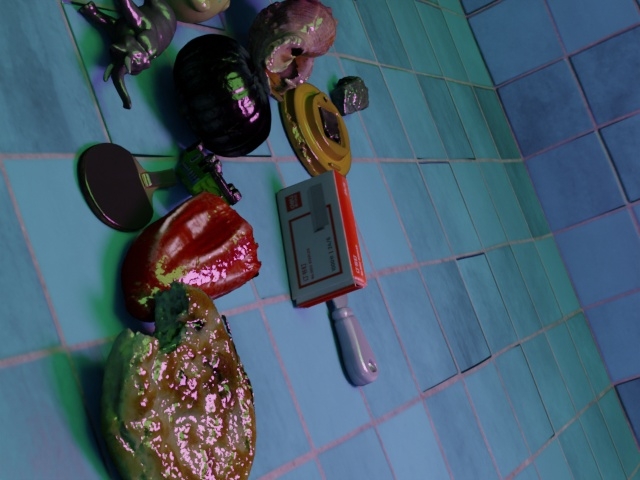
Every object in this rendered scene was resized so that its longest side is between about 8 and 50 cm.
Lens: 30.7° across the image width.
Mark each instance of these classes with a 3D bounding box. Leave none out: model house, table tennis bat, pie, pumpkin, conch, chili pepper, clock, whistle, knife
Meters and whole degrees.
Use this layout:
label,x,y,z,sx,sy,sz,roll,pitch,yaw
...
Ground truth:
label,x,y,z,sx,sy,sz,roll,pitch,yaw
model house,0.055,-0.306,2.474,0.083,0.066,0.079,-25,103,-48
table tennis bat,-0.266,-0.079,1.643,0.220,0.019,0.130,-17,86,-64
pie,-0.171,0.210,1.480,0.302,0.067,0.302,28,57,-56
pumpkin,-0.160,-0.227,1.850,0.202,0.140,0.202,-24,90,-82
conch,-0.061,-0.349,2.147,0.245,0.163,0.178,-60,145,-55
chili pepper,-0.195,0.028,1.599,0.252,0.136,0.144,-31,124,-58
clock,0.004,-0.216,2.279,0.237,0.057,0.237,44,34,-40
whistle,-0.197,-0.454,1.978,0.141,0.141,0.294,59,24,-17
knife,0.031,0.101,2.082,0.080,0.044,0.331,9,58,-60

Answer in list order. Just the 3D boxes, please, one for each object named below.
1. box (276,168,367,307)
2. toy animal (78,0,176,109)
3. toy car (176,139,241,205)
label,x,y,z,sx,sy,sz,roll,pitch,yaw
box,0.000,0.000,1.997,0.050,0.123,0.229,35,39,-54
toy animal,-0.287,-0.311,1.727,0.137,0.082,0.269,53,27,-26
toy car,-0.175,-0.094,1.760,0.071,0.062,0.165,58,-5,-27
